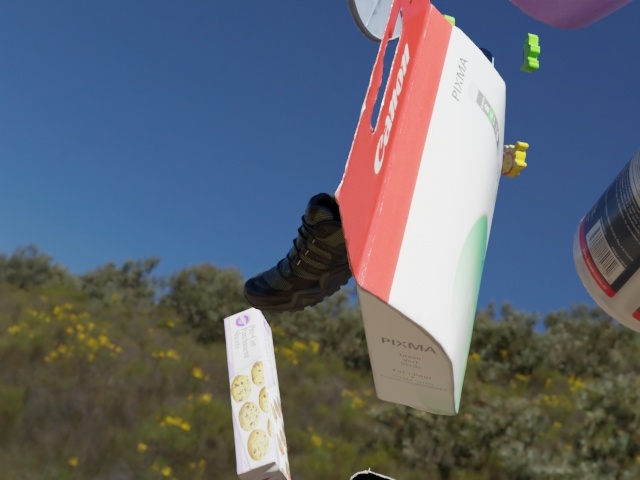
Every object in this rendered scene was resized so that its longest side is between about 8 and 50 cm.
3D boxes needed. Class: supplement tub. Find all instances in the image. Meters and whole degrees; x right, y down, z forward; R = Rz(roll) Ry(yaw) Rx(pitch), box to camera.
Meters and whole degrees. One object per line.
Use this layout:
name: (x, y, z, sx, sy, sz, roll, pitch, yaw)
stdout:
supplement tub: (0.418, -0.034, 1.210, 0.191, 0.191, 0.272, 25, -42, -3)

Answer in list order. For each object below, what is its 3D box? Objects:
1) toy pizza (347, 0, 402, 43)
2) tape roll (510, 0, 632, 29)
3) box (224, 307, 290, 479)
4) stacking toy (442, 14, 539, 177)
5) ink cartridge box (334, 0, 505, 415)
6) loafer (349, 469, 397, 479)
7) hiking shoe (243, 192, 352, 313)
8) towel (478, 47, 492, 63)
toy pizza: (0.080, -0.353, 1.409, 0.032, 0.201, 0.201, 13, -21, 33)
tape roll: (0.200, -0.324, 0.947, 0.275, 0.275, 0.090, 34, -40, -27)
box: (-0.102, 0.243, 1.721, 0.067, 0.324, 0.063, -20, -49, 9)
stacking toy: (0.237, -0.217, 1.654, 0.167, 0.221, 0.052, 10, -6, -23)
ink cartridge box: (0.062, -0.033, 0.581, 0.056, 0.181, 0.224, 10, -28, 11)
loafer: (0.109, 0.340, 1.265, 0.251, 0.094, 0.087, 20, -30, 50)
hiking shoe: (0.000, 0.000, 1.276, 0.227, 0.086, 0.114, -25, -66, 12)
towel: (0.144, -0.158, 1.118, 0.029, 0.067, 0.119, 27, 24, 10)
